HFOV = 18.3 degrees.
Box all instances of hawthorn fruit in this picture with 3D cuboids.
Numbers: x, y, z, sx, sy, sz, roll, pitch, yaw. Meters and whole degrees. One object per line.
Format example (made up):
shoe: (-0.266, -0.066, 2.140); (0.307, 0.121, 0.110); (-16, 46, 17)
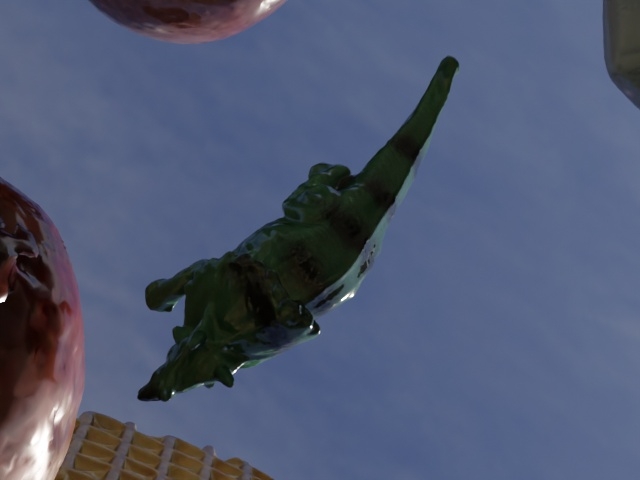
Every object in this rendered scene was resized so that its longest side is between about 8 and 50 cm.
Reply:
hawthorn fruit: (-0.254, 0.047, 1.132); (0.276, 0.307, 0.276); (12, -129, -15)

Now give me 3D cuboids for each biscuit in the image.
biscuit: (-0.115, 0.194, 1.492); (0.309, 0.040, 0.204); (19, -167, -35)

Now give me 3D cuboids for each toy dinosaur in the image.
toy dinosaur: (-0.011, 0.003, 1.209); (0.079, 0.120, 0.292); (53, -129, -16)

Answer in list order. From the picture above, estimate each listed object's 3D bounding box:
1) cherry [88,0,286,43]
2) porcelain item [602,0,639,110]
cherry: (-0.094, -0.259, 1.378); (0.213, 0.236, 0.285); (19, -160, -30)
porcelain item: (0.387, -0.169, 1.295); (0.242, 0.405, 0.178); (39, -122, -24)
